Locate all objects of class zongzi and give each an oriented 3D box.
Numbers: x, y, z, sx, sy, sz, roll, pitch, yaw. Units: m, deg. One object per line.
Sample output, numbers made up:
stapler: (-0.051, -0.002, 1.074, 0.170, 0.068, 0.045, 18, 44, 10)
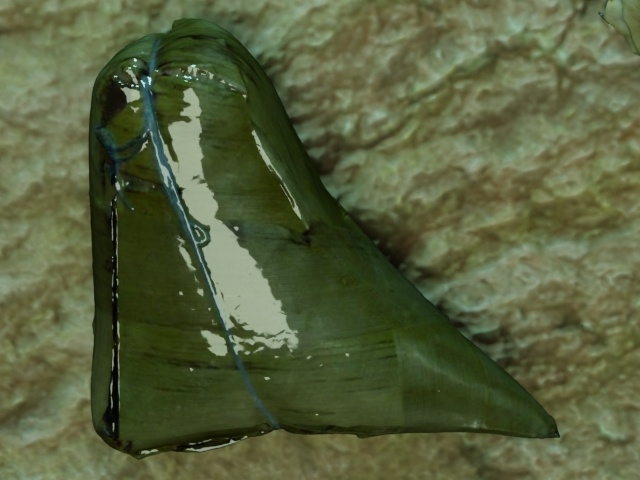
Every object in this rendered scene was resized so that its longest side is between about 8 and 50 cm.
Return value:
zongzi: (0.000, 0.000, 1.387, 0.393, 0.174, 0.356, 1, 110, 7)

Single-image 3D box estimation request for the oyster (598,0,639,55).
oyster: (0.291, -0.226, 1.285, 0.162, 0.107, 0.232, -9, 115, 4)
